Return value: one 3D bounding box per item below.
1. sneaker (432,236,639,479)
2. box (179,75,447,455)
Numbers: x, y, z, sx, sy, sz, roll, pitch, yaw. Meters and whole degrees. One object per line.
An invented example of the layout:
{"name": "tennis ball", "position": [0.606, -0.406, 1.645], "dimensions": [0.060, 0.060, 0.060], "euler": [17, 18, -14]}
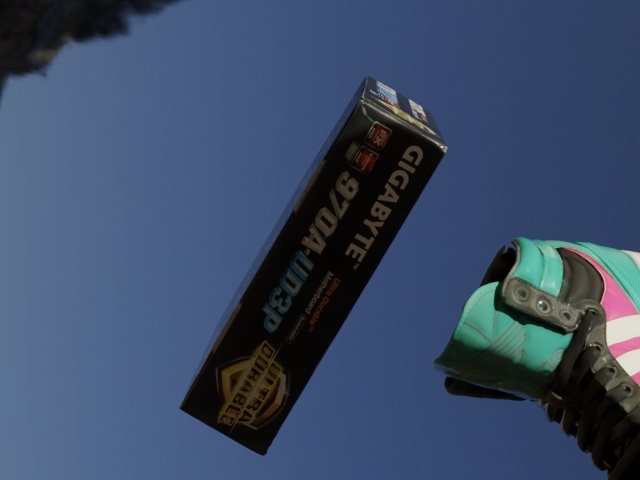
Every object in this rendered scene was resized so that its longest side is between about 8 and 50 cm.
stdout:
{"name": "sneaker", "position": [0.168, 0.098, 0.841], "dimensions": [0.295, 0.178, 0.123], "euler": [-99, -155, -52]}
{"name": "box", "position": [0.000, 0.000, 0.693], "dimensions": [0.175, 0.051, 0.220], "euler": [-59, -177, 9]}
